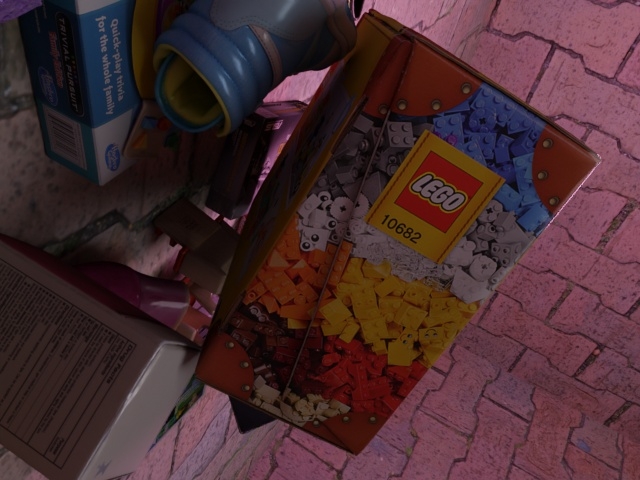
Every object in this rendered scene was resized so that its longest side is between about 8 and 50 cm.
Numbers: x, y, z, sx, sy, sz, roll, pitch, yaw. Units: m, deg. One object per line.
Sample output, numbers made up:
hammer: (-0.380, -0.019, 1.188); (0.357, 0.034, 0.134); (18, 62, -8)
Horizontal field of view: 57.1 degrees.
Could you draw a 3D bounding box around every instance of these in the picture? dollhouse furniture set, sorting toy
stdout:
dollhouse furniture set: (-0.211, 0.064, 0.959); (0.262, 0.135, 0.259); (-48, 172, -42)
sorting toy: (-0.167, -0.113, 0.611); (0.062, 0.012, 0.083); (-65, 166, 16)

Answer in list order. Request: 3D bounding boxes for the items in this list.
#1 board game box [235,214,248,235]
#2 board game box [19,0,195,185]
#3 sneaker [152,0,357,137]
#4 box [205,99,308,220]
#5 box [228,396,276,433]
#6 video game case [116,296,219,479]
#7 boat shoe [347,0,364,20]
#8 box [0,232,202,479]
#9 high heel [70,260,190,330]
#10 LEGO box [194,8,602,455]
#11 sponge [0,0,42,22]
board game box: (-0.069, 0.023, 1.238); (0.281, 0.027, 0.145); (6, 116, -44)
board game box: (-0.146, -0.249, 0.614); (0.336, 0.079, 0.253); (-49, 161, -41)
sneaker: (-0.070, -0.196, 0.613); (0.208, 0.127, 0.319); (-47, 177, 5)
box: (-0.094, -0.148, 1.031); (0.231, 0.056, 0.183); (-31, 146, -63)
box: (-0.035, 0.217, 1.186); (0.313, 0.178, 0.343); (-18, 176, -8)
video game case: (-0.315, 0.303, 1.150); (0.329, 0.036, 0.300); (-44, 157, -53)
boat shoe: (0.065, -0.474, 0.948); (0.081, 0.069, 0.227); (-43, 156, -53)
box: (-0.259, 0.111, 0.579); (0.148, 0.232, 0.127); (-60, 166, -8)
high heel: (-0.339, 0.185, 0.795); (0.181, 0.127, 0.377); (17, 108, -45)
LEGO box: (0.054, -0.065, 0.736); (0.372, 0.193, 0.500); (-56, -168, 21)
sponge: (-0.220, -0.169, 0.342); (0.117, 0.031, 0.210); (-41, -168, -24)
